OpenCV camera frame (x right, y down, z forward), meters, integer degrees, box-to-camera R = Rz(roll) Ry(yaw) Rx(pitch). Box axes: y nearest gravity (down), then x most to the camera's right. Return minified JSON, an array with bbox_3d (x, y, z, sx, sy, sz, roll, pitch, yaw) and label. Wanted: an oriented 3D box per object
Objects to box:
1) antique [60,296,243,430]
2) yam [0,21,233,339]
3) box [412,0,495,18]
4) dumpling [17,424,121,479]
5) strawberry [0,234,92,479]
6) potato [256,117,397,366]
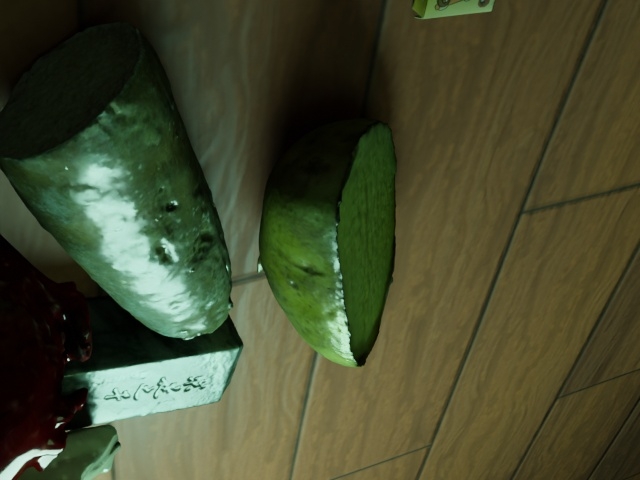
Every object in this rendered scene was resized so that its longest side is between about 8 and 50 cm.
[{"bbox_3d":[-0.170,0.109,0.823,0.183,0.086,0.088,-5,136,-30],"label":"antique"},{"bbox_3d":[-0.141,-0.022,0.678,0.133,0.133,0.330,-28,147,-6],"label":"yam"},{"bbox_3d":[0.122,-0.245,0.691,0.073,0.020,0.149,-14,139,-23],"label":"box"},{"bbox_3d":[-0.323,0.305,0.697,0.315,0.233,0.395,-41,-168,53],"label":"dumpling"},{"bbox_3d":[-0.298,0.090,0.586,0.274,0.274,0.220,-3,148,-32],"label":"strawberry"},{"bbox_3d":[0.000,0.000,0.798,0.111,0.160,0.271,9,141,16],"label":"potato"}]
